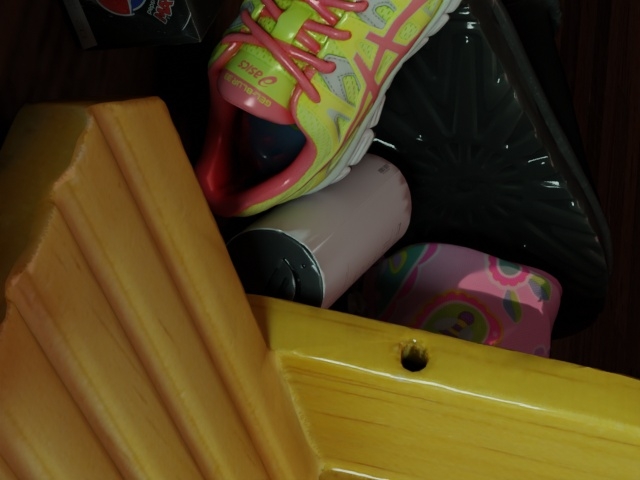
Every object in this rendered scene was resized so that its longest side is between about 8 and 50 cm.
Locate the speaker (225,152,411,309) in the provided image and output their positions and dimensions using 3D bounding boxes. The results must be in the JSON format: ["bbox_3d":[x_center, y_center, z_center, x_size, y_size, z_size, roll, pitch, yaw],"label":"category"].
[{"bbox_3d":[0.000,0.000,0.747,0.136,0.055,0.055,-42,127,-62],"label":"speaker"}]

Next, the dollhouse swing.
[{"bbox_3d":[0.028,0.156,0.529,0.305,0.315,0.347,94,10,-53],"label":"dollhouse swing"}]

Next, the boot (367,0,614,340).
[{"bbox_3d":[0.110,-0.129,0.926,0.348,0.131,0.260,66,31,-43],"label":"boot"}]

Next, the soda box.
[{"bbox_3d":[-0.053,-0.147,0.625,0.169,0.053,0.060,-67,148,-47],"label":"soda box"}]

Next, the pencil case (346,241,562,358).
[{"bbox_3d":[0.054,0.136,0.804,0.124,0.124,0.284,56,38,-54],"label":"pencil case"}]

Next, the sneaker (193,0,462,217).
[{"bbox_3d":[-0.001,-0.087,0.645,0.094,0.081,0.208,-38,154,-47],"label":"sneaker"}]
